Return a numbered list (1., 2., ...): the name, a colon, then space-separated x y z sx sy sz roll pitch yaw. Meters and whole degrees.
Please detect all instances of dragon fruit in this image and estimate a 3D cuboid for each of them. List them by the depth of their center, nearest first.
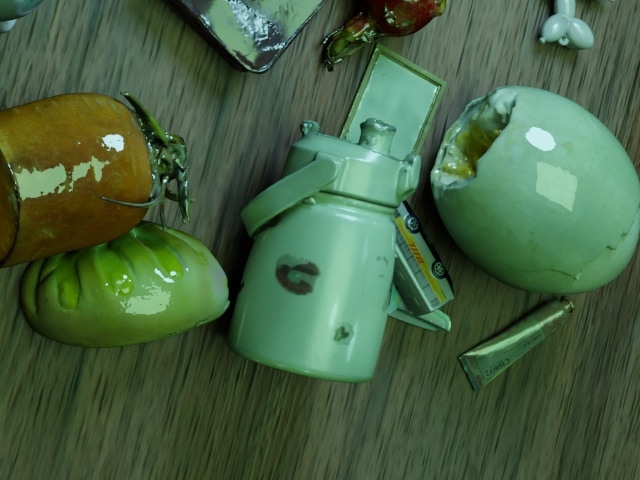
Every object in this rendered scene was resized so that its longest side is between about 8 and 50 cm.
1. dragon fruit: 0.092 -0.333 2.052 0.246 0.125 0.125 -41 128 -2

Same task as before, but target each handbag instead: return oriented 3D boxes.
1. handbag: -0.105 -0.357 1.950 0.216 0.074 0.203 42 75 -24

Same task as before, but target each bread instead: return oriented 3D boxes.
1. bread: -0.243 0.058 1.868 0.261 0.156 0.158 -12 102 -29

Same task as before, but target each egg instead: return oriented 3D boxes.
1. egg: 0.329 -0.057 2.104 0.336 0.278 0.278 38 77 -20

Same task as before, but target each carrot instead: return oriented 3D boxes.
1. carrot: -0.307 -0.085 1.789 0.331 0.214 0.193 -15 97 -31

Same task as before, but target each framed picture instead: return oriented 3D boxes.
1. framed picture: 0.098 -0.170 2.120 0.136 0.010 0.201 26 82 -28

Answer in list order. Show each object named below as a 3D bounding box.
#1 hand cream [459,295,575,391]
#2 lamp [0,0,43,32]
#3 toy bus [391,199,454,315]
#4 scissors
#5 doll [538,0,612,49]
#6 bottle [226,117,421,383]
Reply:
1. hand cream: 0.311 0.153 2.259 0.210 0.043 0.067 -34 111 -17
2. lamp: -0.399 -0.416 1.718 0.247 0.247 0.301 13 81 1
3. toy bus: 0.130 0.025 2.110 0.072 0.057 0.172 -35 98 -34
4. scissors: 0.089 0.078 2.128 0.256 0.030 0.125 25 82 -26
5. doll: 0.388 -0.373 2.234 0.161 0.059 0.160 -28 107 -25
6. bottle: 0.000 0.000 1.950 0.229 0.229 0.351 10 94 -30
